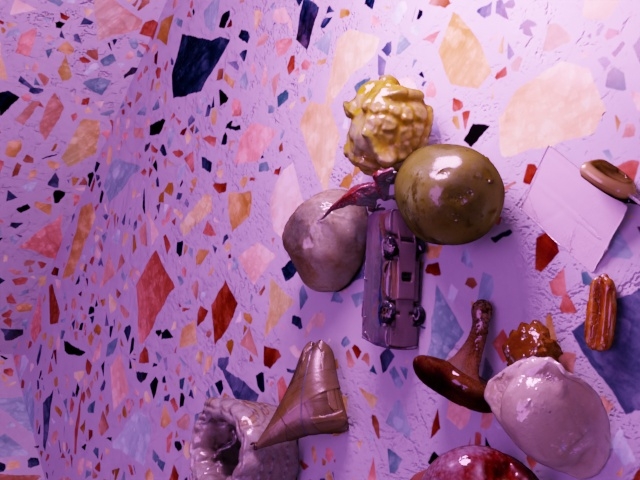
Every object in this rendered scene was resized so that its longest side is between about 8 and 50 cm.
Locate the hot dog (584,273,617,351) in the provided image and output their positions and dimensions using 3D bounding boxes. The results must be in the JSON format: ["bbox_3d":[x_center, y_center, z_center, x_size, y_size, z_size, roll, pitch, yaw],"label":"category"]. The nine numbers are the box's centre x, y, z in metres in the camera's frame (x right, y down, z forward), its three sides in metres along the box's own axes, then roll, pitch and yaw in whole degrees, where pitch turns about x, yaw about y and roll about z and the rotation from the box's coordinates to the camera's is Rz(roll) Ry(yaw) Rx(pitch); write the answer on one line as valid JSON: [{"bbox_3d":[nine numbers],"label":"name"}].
[{"bbox_3d":[0.515,0.131,1.598,0.062,0.038,0.144,-3,79,54],"label":"hot dog"}]

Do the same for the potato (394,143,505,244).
[{"bbox_3d":[0.260,-0.099,1.825,0.304,0.215,0.216,35,111,61],"label":"potato"}]

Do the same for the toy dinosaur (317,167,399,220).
[{"bbox_3d":[0.084,-0.100,2.008,0.242,0.167,0.053,-15,68,20],"label":"toy dinosaur"}]

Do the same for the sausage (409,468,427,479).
[{"bbox_3d":[0.253,0.499,1.858,0.186,0.043,0.043,-36,56,42],"label":"sausage"}]

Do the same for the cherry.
[{"bbox_3d":[0.295,0.502,1.658,0.300,0.230,0.203,132,146,-55],"label":"cherry"}]

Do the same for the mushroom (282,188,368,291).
[{"bbox_3d":[0.001,0.008,2.170,0.267,0.164,0.190,-50,47,33],"label":"mushroom"}]

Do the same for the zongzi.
[{"bbox_3d":[-0.067,0.386,2.167,0.256,0.115,0.228,-20,61,15],"label":"zongzi"}]

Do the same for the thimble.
[{"bbox_3d":[-0.203,0.551,2.301,0.291,0.195,0.292,-20,63,46],"label":"thimble"}]

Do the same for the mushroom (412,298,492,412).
[{"bbox_3d":[0.311,0.227,1.787,0.227,0.148,0.218,24,87,46],"label":"mushroom"}]

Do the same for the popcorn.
[{"bbox_3d":[0.149,-0.256,2.008,0.256,0.194,0.255,113,158,-54],"label":"popcorn"}]

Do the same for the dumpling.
[{"bbox_3d":[0.428,0.317,1.595,0.252,0.131,0.179,46,115,18],"label":"dumpling"}]

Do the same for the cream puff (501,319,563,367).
[{"bbox_3d":[0.408,0.219,1.678,0.122,0.094,0.116,-58,29,-12],"label":"cream puff"}]

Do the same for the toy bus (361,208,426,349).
[{"bbox_3d":[0.162,0.090,2.000,0.138,0.112,0.317,-4,79,56],"label":"toy bus"}]

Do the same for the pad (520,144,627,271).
[{"bbox_3d":[0.481,-0.064,1.680,0.232,0.004,0.156,51,134,43],"label":"pad"}]

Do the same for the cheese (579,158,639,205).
[{"bbox_3d":[0.547,-0.091,1.575,0.162,0.086,0.036,44,125,30],"label":"cheese"}]
